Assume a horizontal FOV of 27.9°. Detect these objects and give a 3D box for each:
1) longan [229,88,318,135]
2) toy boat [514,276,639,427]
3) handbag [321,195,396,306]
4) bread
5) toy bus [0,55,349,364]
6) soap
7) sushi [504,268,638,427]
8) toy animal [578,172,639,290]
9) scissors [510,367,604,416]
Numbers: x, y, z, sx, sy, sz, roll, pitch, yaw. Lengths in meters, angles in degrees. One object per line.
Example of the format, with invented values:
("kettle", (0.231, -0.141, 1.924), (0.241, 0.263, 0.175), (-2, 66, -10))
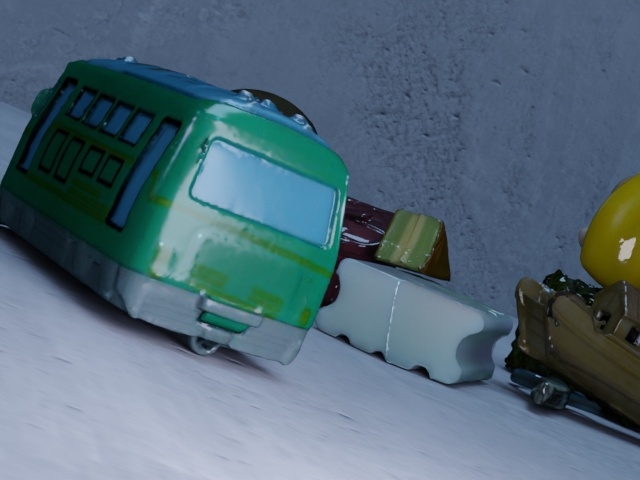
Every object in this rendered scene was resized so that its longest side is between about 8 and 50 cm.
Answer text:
("longan", (-0.142, -0.151, 2.444), (0.297, 0.297, 0.297), (23, 3, -1))
("toy boat", (0.450, 0.172, 1.760), (0.445, 0.162, 0.136), (33, -2, -20))
("handbag", (0.000, 0.000, 1.775), (0.225, 0.135, 0.146), (25, 27, 20))
("bread", (0.123, 0.036, 1.690), (0.074, 0.084, 0.139), (16, -31, 20))
("toy bus", (-0.133, -0.042, 1.091), (0.183, 0.200, 0.343), (20, 2, -36))
("soap", (0.122, 0.098, 1.564), (0.172, 0.095, 0.289), (24, 3, 18))
("sushi", (0.473, 0.183, 2.043), (0.294, 0.178, 0.352), (27, 5, 26))
("toy animal", (0.588, 0.007, 2.025), (0.345, 0.278, 0.247), (24, -5, 11))
("scissors", (0.304, 0.200, 1.695), (0.138, 0.041, 0.289), (25, -1, 16))
